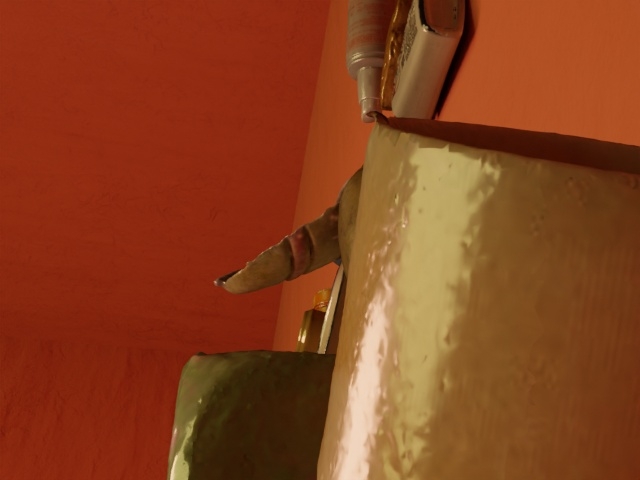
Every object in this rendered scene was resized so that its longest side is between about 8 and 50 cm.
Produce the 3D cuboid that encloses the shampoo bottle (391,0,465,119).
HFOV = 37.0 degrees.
[{"bbox_3d":[0.141,-0.227,1.344,0.284,0.071,0.153,100,176,-50],"label":"shampoo bottle"}]

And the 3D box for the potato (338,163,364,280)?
[{"bbox_3d":[0.097,-0.012,1.173,0.174,0.159,0.251,-52,33,24],"label":"potato"}]

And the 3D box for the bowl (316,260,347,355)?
[{"bbox_3d":[0.063,0.144,1.336,0.238,0.126,0.237,14,-90,-89],"label":"bowl"}]

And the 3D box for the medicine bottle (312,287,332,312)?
[{"bbox_3d":[0.028,0.196,1.825,0.096,0.096,0.191,108,167,-61],"label":"medicine bottle"}]

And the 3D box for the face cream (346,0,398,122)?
[{"bbox_3d":[0.096,-0.329,1.699,0.101,0.101,0.251,112,162,-68],"label":"face cream"}]

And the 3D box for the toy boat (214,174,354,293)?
[{"bbox_3d":[0.027,-0.018,1.389,0.111,0.293,0.276,56,141,5],"label":"toy boat"}]

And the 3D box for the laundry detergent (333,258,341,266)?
[{"bbox_3d":[0.063,-0.006,1.796,0.096,0.061,0.206,-52,-8,-21],"label":"laundry detergent"}]

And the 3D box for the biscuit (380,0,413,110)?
[{"bbox_3d":[0.124,-0.315,1.517,0.249,0.035,0.184,-74,-7,-47],"label":"biscuit"}]

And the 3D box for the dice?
[{"bbox_3d":[-0.010,0.299,1.051,0.318,0.322,0.330,118,158,-74],"label":"dice"}]

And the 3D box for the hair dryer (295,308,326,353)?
[{"bbox_3d":[0.042,0.122,1.692,0.278,0.135,0.090,-75,-3,-58],"label":"hair dryer"}]

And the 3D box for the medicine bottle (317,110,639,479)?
[{"bbox_3d":[0.111,0.152,0.484,0.236,0.236,0.406,-112,29,-77],"label":"medicine bottle"}]
